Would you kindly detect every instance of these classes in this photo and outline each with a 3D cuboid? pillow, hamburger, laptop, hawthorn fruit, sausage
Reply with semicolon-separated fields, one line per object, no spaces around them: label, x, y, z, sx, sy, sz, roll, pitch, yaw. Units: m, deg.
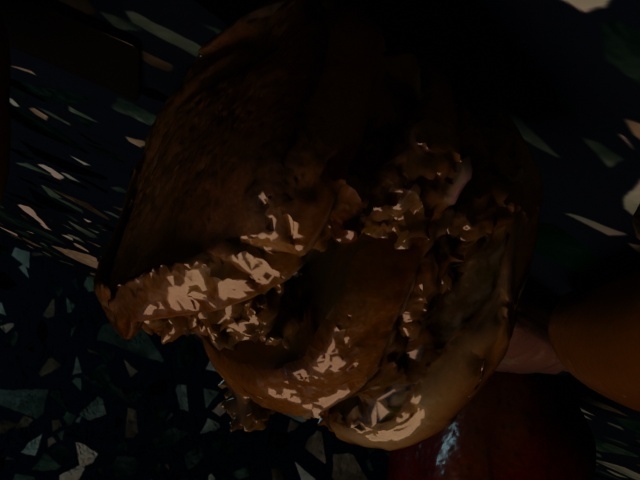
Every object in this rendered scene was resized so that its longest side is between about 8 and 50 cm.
pillow;0.138;0.075;1.081;0.223;0.084;0.236;34;162;-31
hamburger;-0.009;-0.006;0.639;0.211;0.261;0.245;26;-173;-31
laptop;-0.238;-0.180;0.881;0.197;0.016;0.135;24;166;-5
hawthorn fruit;0.218;0.313;1.419;0.265;0.307;0.265;24;161;9
sausage;0.263;0.079;0.816;0.134;0.116;0.354;14;171;-1

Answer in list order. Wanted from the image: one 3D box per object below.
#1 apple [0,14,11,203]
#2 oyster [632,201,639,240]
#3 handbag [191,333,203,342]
apple;-0.396;-0.094;0.712;0.346;0.392;0.391;20;172;-36
oyster;0.239;-0.028;0.373;0.110;0.166;0.341;36;148;-15
handbag;-0.078;-0.002;0.905;0.190;0.193;0.251;29;166;-6
